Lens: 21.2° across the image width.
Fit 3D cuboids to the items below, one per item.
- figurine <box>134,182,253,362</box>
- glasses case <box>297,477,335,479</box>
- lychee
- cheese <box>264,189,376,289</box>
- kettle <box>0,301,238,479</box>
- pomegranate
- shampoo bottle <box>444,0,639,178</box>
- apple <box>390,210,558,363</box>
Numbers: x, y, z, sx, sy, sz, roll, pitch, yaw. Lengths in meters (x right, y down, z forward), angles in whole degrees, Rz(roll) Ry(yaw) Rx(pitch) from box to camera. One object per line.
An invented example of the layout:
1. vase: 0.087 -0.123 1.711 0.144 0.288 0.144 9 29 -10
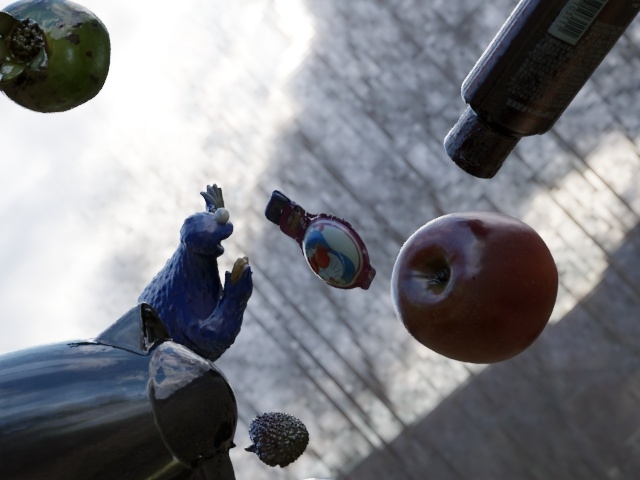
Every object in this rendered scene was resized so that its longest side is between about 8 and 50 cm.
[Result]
1. figurine: -0.152 0.066 1.980 0.121 0.164 0.262 -2 -61 -18
2. glasses case: -0.060 0.373 2.436 0.193 0.049 0.074 -7 -14 -36
3. lychee: -0.055 0.243 2.105 0.083 0.068 0.067 -10 -55 3
4. cheese: 0.000 0.000 1.845 0.038 0.145 0.095 -39 -19 -44
5. kettle: -0.199 0.196 1.595 0.271 0.250 0.207 -20 -34 26
6. pomegranate: -0.341 -0.217 2.071 0.156 0.156 0.220 -48 2 25
7. shampoo bottle: 0.250 -0.209 1.893 0.129 0.084 0.323 12 -52 -30
8. apple: 0.179 0.051 1.979 0.181 0.181 0.168 -47 -40 18
